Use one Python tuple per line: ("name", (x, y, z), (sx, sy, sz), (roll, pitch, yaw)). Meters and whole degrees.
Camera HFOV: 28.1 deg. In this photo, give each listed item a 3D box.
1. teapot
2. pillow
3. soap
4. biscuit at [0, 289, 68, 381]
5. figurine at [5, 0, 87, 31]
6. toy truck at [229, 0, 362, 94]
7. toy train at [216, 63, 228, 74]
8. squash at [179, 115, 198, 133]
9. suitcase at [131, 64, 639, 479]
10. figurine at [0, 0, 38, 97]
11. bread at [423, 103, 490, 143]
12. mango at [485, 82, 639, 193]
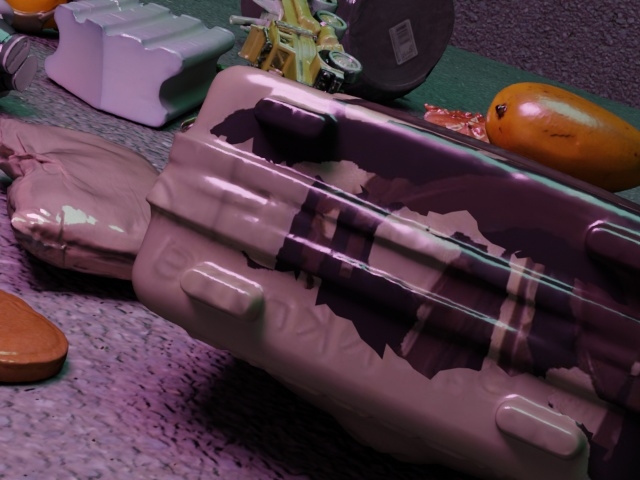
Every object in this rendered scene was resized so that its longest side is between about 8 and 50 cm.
("teapot", (0.050, -0.366, 2.107), (0.300, 0.253, 0.344), (48, -11, -36))
("pillow", (-0.179, -0.034, 0.987), (0.173, 0.067, 0.270), (16, 15, -28))
("soap", (-0.218, -0.220, 1.530), (0.172, 0.095, 0.289), (19, 16, 3))
("biscuit", (-0.209, 0.048, 0.760), (0.130, 0.019, 0.102), (27, 17, 32))
("figurine", (-0.352, -0.310, 1.741), (0.167, 0.141, 0.250), (68, 8, 28))
("toy truck", (-0.043, -0.229, 1.608), (0.135, 0.128, 0.259), (15, 31, -23))
("toy train", (-0.078, -0.203, 1.728), (0.148, 0.038, 0.071), (10, 18, -28))
("squash", (-0.015, -0.123, 1.458), (0.318, 0.071, 0.080), (2, 21, -44))
("suitcase", (0.089, 0.043, 0.800), (0.351, 0.194, 0.339), (23, 2, 17))
("figurine", (-0.373, -0.203, 1.277), (0.192, 0.126, 0.147), (16, -21, 19))
("bread", (0.113, -0.042, 1.167), (0.073, 0.160, 0.160), (15, 15, 12))
("mango", (0.162, -0.064, 0.829), (0.114, 0.060, 0.080), (25, 1, -1))
